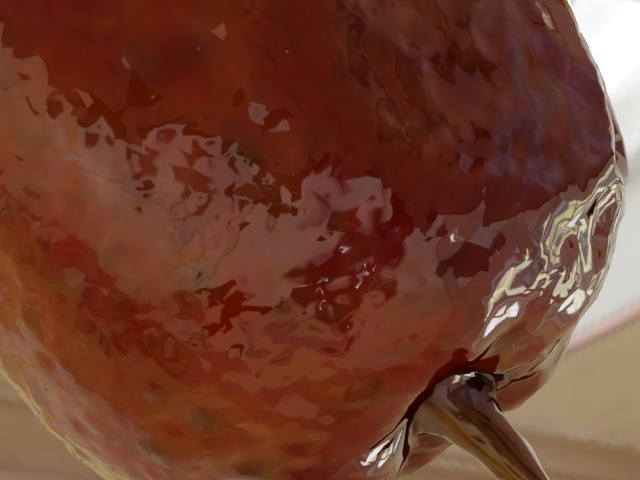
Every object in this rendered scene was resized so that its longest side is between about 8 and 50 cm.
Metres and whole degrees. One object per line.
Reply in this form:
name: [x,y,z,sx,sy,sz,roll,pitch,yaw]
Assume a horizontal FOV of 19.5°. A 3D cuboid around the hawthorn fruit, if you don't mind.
hawthorn fruit: [0.000,0.000,0.510,0.243,0.207,0.207,52,-148,13]
